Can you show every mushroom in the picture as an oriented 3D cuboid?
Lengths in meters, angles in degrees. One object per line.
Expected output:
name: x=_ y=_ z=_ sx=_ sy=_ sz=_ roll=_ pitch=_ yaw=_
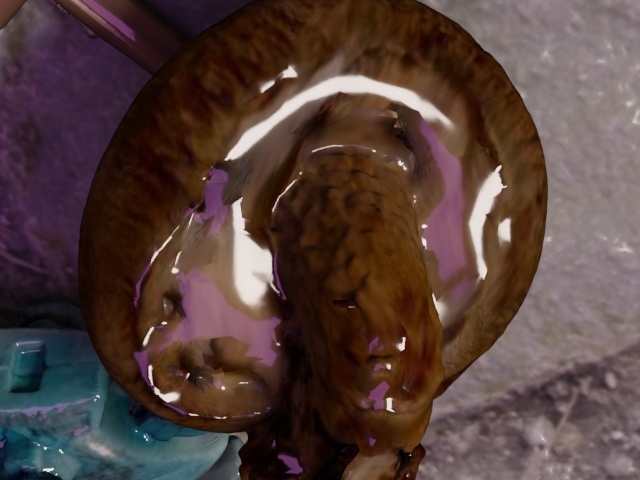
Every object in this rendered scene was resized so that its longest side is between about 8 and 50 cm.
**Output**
mushroom: x=-0.005 y=0.009 z=0.710 sx=0.263 sy=0.283 sz=0.195 roll=9 pitch=159 yaw=-21

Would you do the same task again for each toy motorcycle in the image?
toy motorcycle: x=-0.177 y=0.130 z=0.846 sx=0.260 sy=0.154 sz=0.206 roll=-2 pitch=140 yaw=0

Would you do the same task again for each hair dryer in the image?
hair dryer: x=-0.141 y=-0.141 z=0.747 sx=0.181 sy=0.064 sz=0.117 roll=37 pitch=114 yaw=-20
